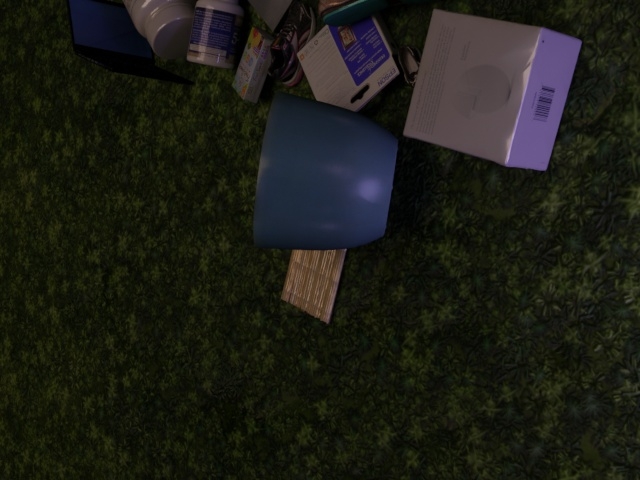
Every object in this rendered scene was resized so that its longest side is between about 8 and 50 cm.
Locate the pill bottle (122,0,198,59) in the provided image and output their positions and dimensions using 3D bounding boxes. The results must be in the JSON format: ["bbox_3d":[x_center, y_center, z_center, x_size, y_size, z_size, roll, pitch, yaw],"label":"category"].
[{"bbox_3d":[-0.382,-0.573,2.229,0.160,0.160,0.283,-47,59,33],"label":"pill bottle"}]

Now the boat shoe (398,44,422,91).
[{"bbox_3d":[0.178,-0.310,1.772,0.046,0.038,0.125,-28,70,39],"label":"boat shoe"}]

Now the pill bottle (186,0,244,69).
[{"bbox_3d":[-0.230,-0.482,2.116,0.112,0.112,0.187,20,103,42],"label":"pill bottle"}]

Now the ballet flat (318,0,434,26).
[{"bbox_3d":[0.131,-0.486,1.753,0.315,0.107,0.106,-8,76,27],"label":"ballet flat"}]

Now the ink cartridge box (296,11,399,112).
[{"bbox_3d":[0.061,-0.347,1.880,0.206,0.045,0.208,-38,62,35],"label":"ink cartridge box"}]

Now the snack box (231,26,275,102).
[{"bbox_3d":[-0.143,-0.382,2.061,0.141,0.037,0.100,-68,27,20],"label":"snack box"}]

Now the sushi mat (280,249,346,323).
[{"bbox_3d":[0.000,0.000,1.949,0.151,0.019,0.317,22,104,41],"label":"sushi mat"}]

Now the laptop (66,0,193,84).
[{"bbox_3d":[-0.451,-0.477,2.243,0.264,0.234,0.137,28,109,41],"label":"laptop"}]

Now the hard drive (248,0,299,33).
[{"bbox_3d":[-0.105,-0.528,2.060,0.094,0.022,0.135,-54,55,29],"label":"hard drive"}]

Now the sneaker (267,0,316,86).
[{"bbox_3d":[-0.065,-0.414,1.980,0.072,0.077,0.178,15,98,42],"label":"sneaker"}]

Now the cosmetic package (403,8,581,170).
[{"bbox_3d":[0.285,-0.255,1.600,0.224,0.138,0.224,23,105,40],"label":"cosmetic package"}]

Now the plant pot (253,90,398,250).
[{"bbox_3d":[0.017,-0.112,1.752,0.235,0.293,0.293,9,97,2],"label":"plant pot"}]
